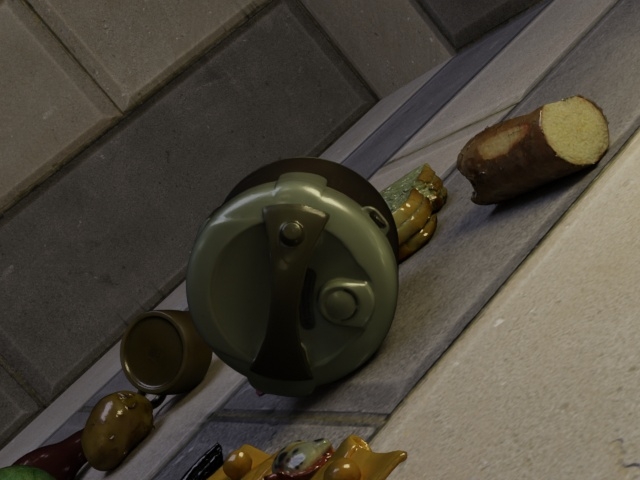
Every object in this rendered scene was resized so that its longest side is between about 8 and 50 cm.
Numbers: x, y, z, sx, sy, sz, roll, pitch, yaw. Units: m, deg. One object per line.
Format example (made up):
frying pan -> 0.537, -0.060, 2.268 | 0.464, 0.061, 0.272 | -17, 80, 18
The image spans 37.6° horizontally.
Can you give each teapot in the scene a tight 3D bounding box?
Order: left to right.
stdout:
teapot -> -0.324, 0.257, 2.065 | 0.175, 0.186, 0.267 | 13, -74, -61

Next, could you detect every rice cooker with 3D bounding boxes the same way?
rice cooker -> -0.039, 0.048, 1.447 | 0.335, 0.335, 0.325 | -38, 11, 14

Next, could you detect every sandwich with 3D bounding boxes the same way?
sandwich -> 0.124, -0.025, 1.815 | 0.249, 0.095, 0.273 | -31, 12, 27

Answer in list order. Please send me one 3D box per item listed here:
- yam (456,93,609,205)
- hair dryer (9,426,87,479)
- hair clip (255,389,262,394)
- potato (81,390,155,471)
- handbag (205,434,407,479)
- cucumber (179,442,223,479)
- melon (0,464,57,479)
yam -> 0.326, -0.139, 1.480 | 0.238, 0.129, 0.128 | -25, 53, 59
hair dryer -> -0.647, 0.562, 2.166 | 0.313, 0.123, 0.340 | -35, -8, -48
hair clip -> -0.076, 0.222, 1.664 | 0.054, 0.022, 0.137 | -37, 10, 37
potato -> -0.428, 0.389, 1.952 | 0.176, 0.137, 0.137 | -50, 13, -34
handbag -> -0.075, 0.316, 0.963 | 0.283, 0.133, 0.401 | -39, 8, -26
cucumber -> -0.196, 0.366, 1.431 | 0.135, 0.034, 0.033 | -44, 15, -21
melon -> -0.574, 0.514, 1.765 | 0.182, 0.182, 0.288 | -46, 13, -30
